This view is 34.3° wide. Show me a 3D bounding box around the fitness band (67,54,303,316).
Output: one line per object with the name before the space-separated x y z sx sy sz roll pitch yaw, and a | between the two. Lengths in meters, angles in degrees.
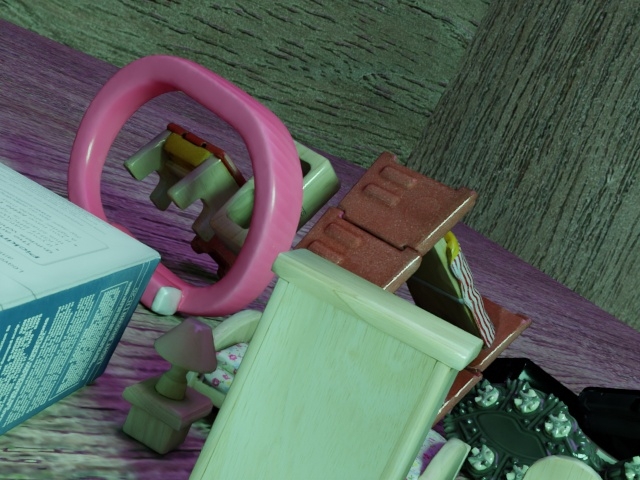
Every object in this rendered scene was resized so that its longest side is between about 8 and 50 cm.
fitness band | -0.134 -0.054 0.959 0.291 0.209 0.054 36 14 38

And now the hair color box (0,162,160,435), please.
hair color box | -0.233 0.028 0.557 0.174 0.105 0.347 29 9 7

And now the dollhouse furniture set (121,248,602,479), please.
dollhouse furniture set | 0.064 0.104 0.709 0.303 0.174 0.355 28 12 16

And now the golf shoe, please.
golf shoe | 0.222 0.221 0.917 0.273 0.105 0.120 28 -23 43

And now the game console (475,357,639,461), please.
game console | 0.291 0.185 0.976 0.213 0.044 0.361 37 -13 -9

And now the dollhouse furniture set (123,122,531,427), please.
dollhouse furniture set | 0.000 0.000 1.032 0.374 0.152 0.201 31 -19 41
